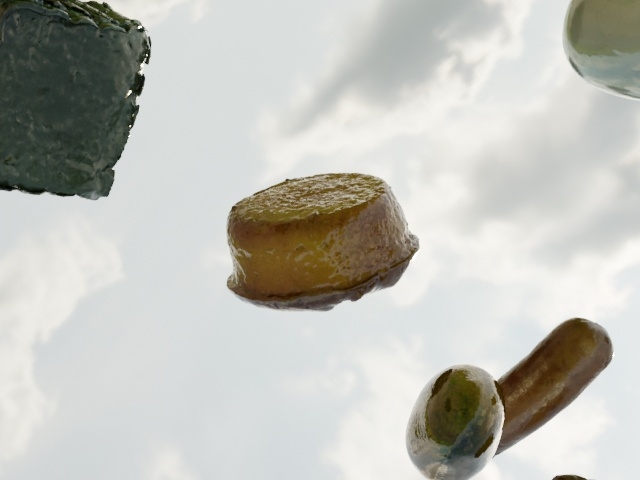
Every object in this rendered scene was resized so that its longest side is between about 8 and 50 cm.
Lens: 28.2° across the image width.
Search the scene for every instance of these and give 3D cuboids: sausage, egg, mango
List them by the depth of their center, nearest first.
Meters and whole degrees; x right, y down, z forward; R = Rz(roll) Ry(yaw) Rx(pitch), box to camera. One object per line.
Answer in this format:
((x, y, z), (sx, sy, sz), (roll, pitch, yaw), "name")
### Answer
((0.292, -0.188, 1.033), (0.209, 0.151, 0.151), (-25, -148, 37), "egg")
((0.177, 0.232, 1.634), (0.221, 0.120, 0.152), (99, 11, -63), "mango")
((0.319, 0.217, 1.888), (0.270, 0.109, 0.109), (-45, -157, 25), "sausage")

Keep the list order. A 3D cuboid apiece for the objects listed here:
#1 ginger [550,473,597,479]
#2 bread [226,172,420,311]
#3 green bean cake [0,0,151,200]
((0.397, 0.458, 1.780), (0.165, 0.321, 0.172), (-30, -136, -16), "ginger")
((-0.003, 0.002, 1.981), (0.312, 0.172, 0.312), (-11, -161, 4), "bread")
((-0.340, -0.180, 1.540), (0.132, 0.255, 0.241), (26, -75, 37), "green bean cake")
